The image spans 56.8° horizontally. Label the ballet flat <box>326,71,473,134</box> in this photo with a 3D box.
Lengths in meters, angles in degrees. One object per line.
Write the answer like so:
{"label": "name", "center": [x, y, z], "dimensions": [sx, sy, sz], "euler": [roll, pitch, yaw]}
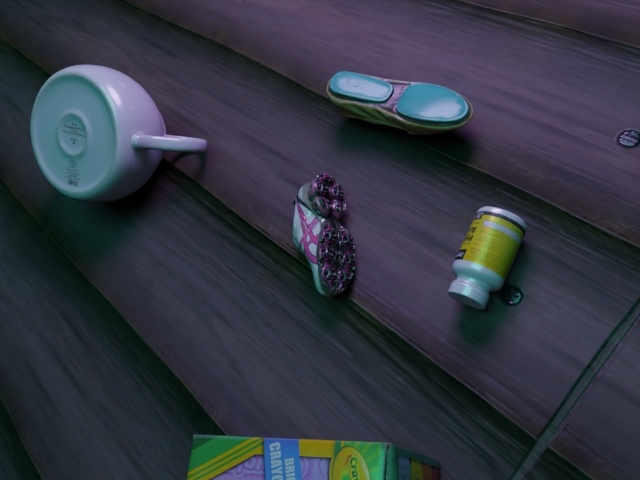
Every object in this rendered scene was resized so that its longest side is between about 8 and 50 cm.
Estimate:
{"label": "ballet flat", "center": [0.118, -0.197, 0.876], "dimensions": [0.232, 0.073, 0.080], "euler": [24, 69, 28]}

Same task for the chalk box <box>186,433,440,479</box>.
{"label": "chalk box", "center": [0.022, 0.301, 0.601], "dimensions": [0.289, 0.180, 0.179], "euler": [-6, 63, 23]}

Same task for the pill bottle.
{"label": "pill bottle", "center": [0.200, 0.022, 0.721], "dimensions": [0.065, 0.065, 0.116], "euler": [18, 74, 33]}

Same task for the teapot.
{"label": "teapot", "center": [-0.365, -0.188, 1.058], "dimensions": [0.253, 0.187, 0.256], "euler": [-39, 79, 27]}

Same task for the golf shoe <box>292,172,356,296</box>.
{"label": "golf shoe", "center": [0.000, 0.000, 0.845], "dimensions": [0.086, 0.068, 0.186], "euler": [-34, 50, 41]}
